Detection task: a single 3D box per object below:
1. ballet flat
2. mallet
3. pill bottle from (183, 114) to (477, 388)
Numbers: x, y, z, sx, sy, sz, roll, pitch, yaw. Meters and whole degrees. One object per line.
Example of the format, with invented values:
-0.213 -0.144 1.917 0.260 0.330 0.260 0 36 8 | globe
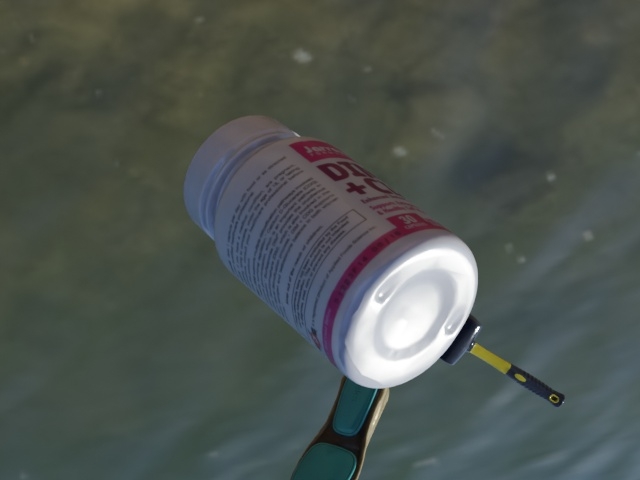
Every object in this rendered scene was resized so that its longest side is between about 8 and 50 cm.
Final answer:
0.030 0.261 1.734 0.080 0.232 0.073 21 160 23 | ballet flat
0.218 0.139 1.620 0.189 0.039 0.062 24 102 -22 | mallet
0.000 0.000 1.310 0.160 0.283 0.160 -24 133 -29 | pill bottle
